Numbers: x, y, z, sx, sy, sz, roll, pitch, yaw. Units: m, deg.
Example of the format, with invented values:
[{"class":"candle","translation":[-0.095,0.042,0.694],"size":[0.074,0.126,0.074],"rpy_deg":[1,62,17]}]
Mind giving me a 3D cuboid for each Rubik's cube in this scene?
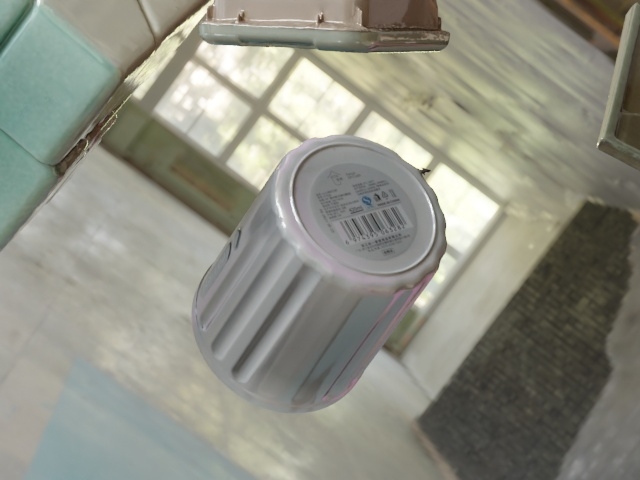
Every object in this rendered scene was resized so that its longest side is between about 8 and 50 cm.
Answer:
[{"class":"Rubik's cube","translation":[-0.312,-0.185,0.931],"size":[0.322,0.316,0.319],"rpy_deg":[39,28,-9]}]

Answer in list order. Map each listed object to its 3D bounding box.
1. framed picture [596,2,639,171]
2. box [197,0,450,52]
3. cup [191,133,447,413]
[{"class":"framed picture","translation":[0.570,-0.115,1.409],"size":[0.446,0.028,0.326],"rpy_deg":[27,46,0]},{"class":"box","translation":[0.006,-0.121,0.526],"size":[0.089,0.062,0.122],"rpy_deg":[7,11,24]},{"class":"cup","translation":[-0.012,0.005,0.926],"size":[0.166,0.202,0.221],"rpy_deg":[-12,64,-31]}]
